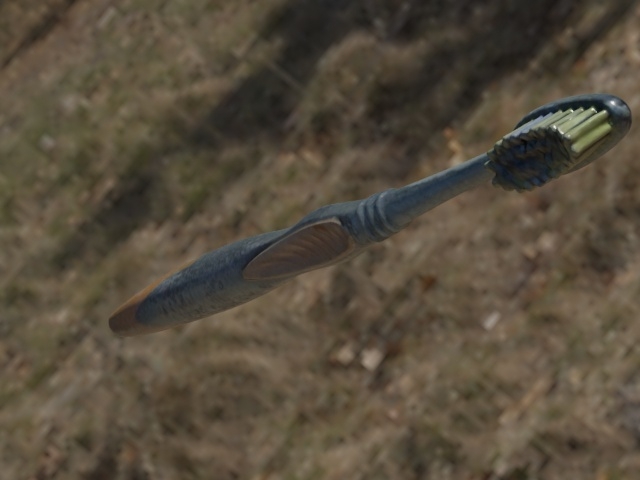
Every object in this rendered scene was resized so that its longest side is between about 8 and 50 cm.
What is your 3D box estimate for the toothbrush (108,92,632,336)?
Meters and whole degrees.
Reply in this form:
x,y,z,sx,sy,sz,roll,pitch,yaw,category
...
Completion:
x,y,z,sx,sy,sz,roll,pitch,yaw,category
0.000,0.000,0.816,0.037,0.028,0.375,-34,7,-35,toothbrush
